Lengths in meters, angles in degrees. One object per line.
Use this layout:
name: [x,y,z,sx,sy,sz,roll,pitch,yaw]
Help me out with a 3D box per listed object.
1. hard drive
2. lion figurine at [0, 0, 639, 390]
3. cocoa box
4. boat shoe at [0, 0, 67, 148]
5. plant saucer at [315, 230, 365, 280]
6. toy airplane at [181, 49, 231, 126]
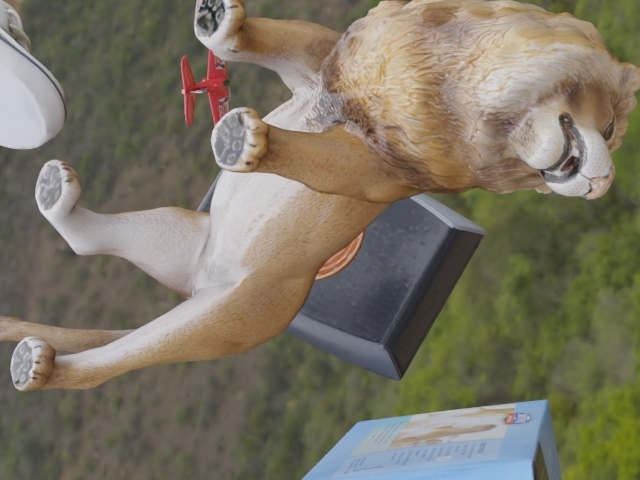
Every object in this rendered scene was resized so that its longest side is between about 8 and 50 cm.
hard drive: [0.000,0.000,1.235,0.172,0.255,0.054,-59,-28,-8]
lion figurine: [-0.017,-0.021,0.813,0.392,0.240,0.142,-34,61,38]
cocoa box: [0.130,0.305,1.381,0.347,0.231,0.227,-14,-85,-78]
boat shoe: [-0.279,-0.155,1.107,0.267,0.088,0.096,24,137,38]
plant saucer: [-0.004,-0.009,1.063,0.013,0.083,0.083,35,-116,-66]
toy airplane: [-0.113,-0.153,1.383,0.151,0.028,0.151,-1,-90,-80]
